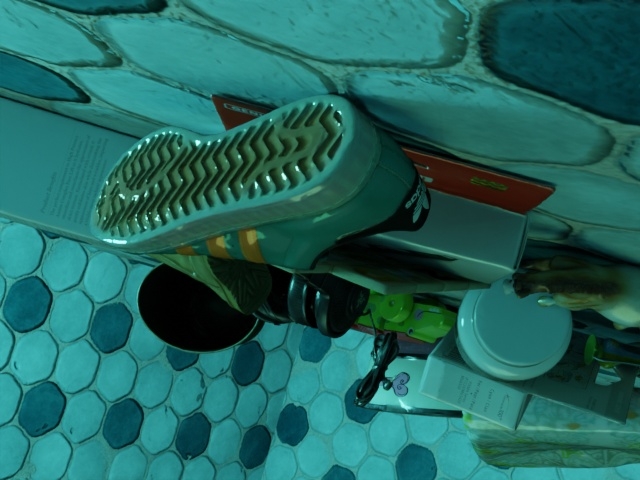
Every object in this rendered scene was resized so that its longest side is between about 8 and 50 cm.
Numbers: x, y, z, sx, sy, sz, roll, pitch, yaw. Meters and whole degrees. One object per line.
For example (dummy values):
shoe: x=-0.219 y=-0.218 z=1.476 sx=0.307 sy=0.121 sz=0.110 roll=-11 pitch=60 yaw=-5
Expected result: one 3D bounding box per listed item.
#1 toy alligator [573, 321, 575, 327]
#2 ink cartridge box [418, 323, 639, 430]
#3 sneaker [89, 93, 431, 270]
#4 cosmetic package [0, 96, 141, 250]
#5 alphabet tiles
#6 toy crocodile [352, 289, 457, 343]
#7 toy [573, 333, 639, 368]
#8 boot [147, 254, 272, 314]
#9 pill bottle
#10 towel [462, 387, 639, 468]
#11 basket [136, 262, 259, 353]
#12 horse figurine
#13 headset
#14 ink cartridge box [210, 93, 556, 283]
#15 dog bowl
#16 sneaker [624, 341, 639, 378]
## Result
toy alligator: x=0.323 y=0.142 z=1.625 sx=0.056 sy=0.051 sz=0.190 roll=22 pitch=171 yaw=-42
ink cartridge box: x=0.303 y=0.183 z=1.418 sx=0.261 sy=0.066 sz=0.296 roll=19 pitch=-161 yaw=17
sneaker: x=-0.054 y=-0.023 z=0.764 sx=0.302 sy=0.108 sz=0.121 roll=-5 pitch=149 yaw=43
cosmetic package: x=-0.301 y=-0.075 z=1.048 sx=0.231 sy=0.117 sz=0.085 roll=17 pitch=172 yaw=-6
alphabet tiles: x=0.000 y=0.000 z=1.003 sx=0.285 sy=0.011 sz=0.342 roll=21 pitch=-170 yaw=31
toy crocodile: x=0.117 y=0.137 z=1.827 sx=0.115 sy=0.105 sz=0.340 roll=22 pitch=170 yaw=-42
toy: x=0.476 y=0.156 z=1.360 sx=0.237 sy=0.056 sz=0.137 roll=7 pitch=178 yaw=-2
boot: x=-0.201 y=-0.026 z=1.285 sx=0.269 sy=0.089 sz=0.236 roll=28 pitch=149 yaw=26
pill bottle: x=0.225 y=0.100 z=1.185 sx=0.131 sy=0.131 sz=0.229 roll=15 pitch=173 yaw=8
towel: x=0.393 y=0.298 z=1.572 sx=0.321 sy=0.090 sz=0.374 roll=-4 pitch=160 yaw=10
basket: x=-0.173 y=0.113 z=1.698 sx=0.204 sy=0.154 sz=0.227 roll=8 pitch=175 yaw=11
horse figurine: x=0.292 y=0.059 z=0.984 sx=0.263 sy=0.066 sz=0.174 roll=16 pitch=174 yaw=-5
headset: x=-0.028 y=0.090 z=1.458 sx=0.394 sy=0.185 sz=0.243 roll=34 pitch=164 yaw=-33
ink cartridge box: x=0.041 y=-0.033 z=0.858 sx=0.275 sy=0.060 sz=0.239 roll=15 pitch=174 yaw=3
dog bowl: x=0.278 y=0.257 z=1.956 sx=0.408 sy=0.150 sz=0.408 roll=2 pitch=175 yaw=0
sneaker: x=0.522 y=0.195 z=1.505 sx=0.084 sy=0.069 sz=0.185 roll=15 pitch=177 yaw=-29
